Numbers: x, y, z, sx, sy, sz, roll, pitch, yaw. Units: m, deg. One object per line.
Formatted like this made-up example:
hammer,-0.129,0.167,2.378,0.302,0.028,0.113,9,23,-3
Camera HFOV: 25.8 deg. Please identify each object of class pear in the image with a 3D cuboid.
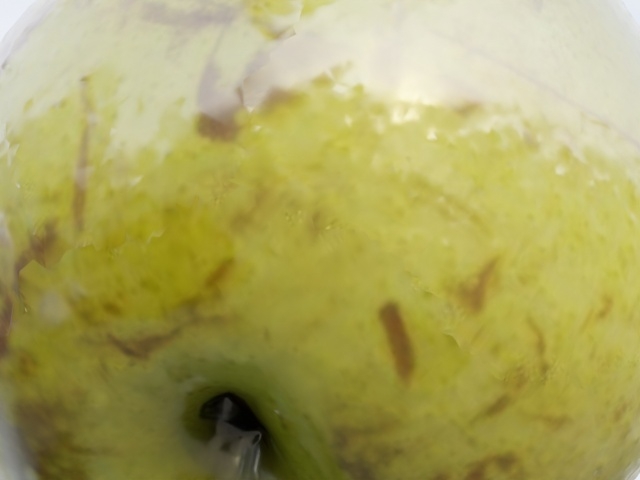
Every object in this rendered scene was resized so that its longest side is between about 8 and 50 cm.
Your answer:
pear,0.000,0.000,0.501,0.284,0.283,0.283,-6,-32,-3
